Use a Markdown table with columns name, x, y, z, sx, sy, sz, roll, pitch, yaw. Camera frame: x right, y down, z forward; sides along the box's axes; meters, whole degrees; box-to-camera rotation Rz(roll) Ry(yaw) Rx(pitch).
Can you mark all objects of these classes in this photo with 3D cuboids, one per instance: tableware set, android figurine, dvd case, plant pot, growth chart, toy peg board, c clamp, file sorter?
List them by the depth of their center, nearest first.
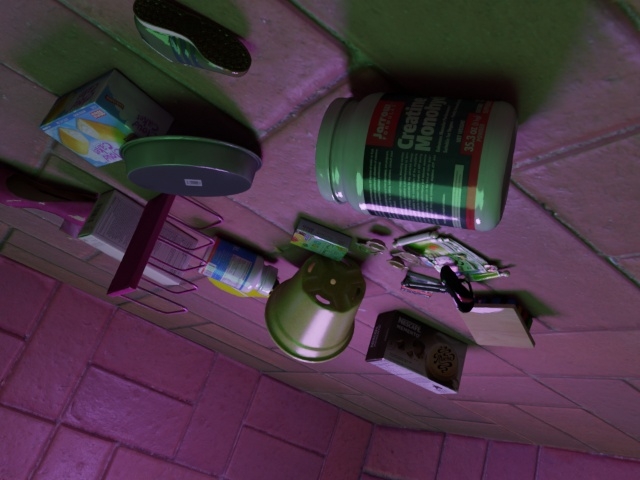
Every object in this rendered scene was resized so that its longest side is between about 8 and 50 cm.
| name | x | y | z | sx | sy | sz | roll | pitch | yaw |
| --- | --- | --- | --- | --- | --- | --- | --- | --- | --- |
| growth chart | 0.299 | 0.042 | 1.314 | 0.237 | 0.021 | 0.172 | 28 | 156 | -16 |
| tableware set | 0.165 | 0.035 | 1.373 | 0.168 | 0.020 | 0.141 | 24 | 165 | -2 |
| c clamp | 0.275 | 0.117 | 1.436 | 0.160 | 0.022 | 0.137 | 4 | 170 | 34 |
| toy peg board | 0.472 | 0.201 | 1.481 | 0.161 | 0.079 | 0.161 | -5 | 131 | 43 |
| dvd case | 0.268 | 0.122 | 1.520 | 0.087 | 0.013 | 0.119 | 16 | 157 | 7 |
| file sorter | -0.415 | 0.040 | 1.526 | 0.182 | 0.291 | 0.202 | 30 | 155 | -29 |
| plant pot | 0.002 | 0.167 | 1.553 | 0.276 | 0.276 | 0.254 | 21 | 146 | -4 |
| android figurine | -0.271 | 0.133 | 1.903 | 0.272 | 0.056 | 0.248 | -6 | 146 | 44 |

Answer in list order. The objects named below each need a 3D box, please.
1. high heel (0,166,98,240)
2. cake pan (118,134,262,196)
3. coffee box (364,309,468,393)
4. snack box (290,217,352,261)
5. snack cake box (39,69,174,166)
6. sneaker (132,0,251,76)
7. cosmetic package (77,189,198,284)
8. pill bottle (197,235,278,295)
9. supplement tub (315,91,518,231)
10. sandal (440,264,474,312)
| name | x | y | z | sx | sy | sz | roll | pitch | yaw |
| --- | --- | --- | --- | --- | --- | --- | --- | --- | --- |
| high heel | -0.849 | -0.162 | 1.701 | 0.377 | 0.127 | 0.181 | 31 | 125 | -16 |
| cake pan | -0.269 | -0.146 | 1.167 | 0.293 | 0.054 | 0.293 | 1 | 171 | 0 |
| coffee box | 0.314 | 0.366 | 1.821 | 0.297 | 0.168 | 0.119 | 27 | 155 | -16 |
| snack box | 0.000 | 0.000 | 1.429 | 0.141 | 0.037 | 0.100 | 21 | 157 | -5 |
| snack cake box | -0.454 | -0.248 | 1.177 | 0.264 | 0.089 | 0.152 | -4 | 146 | 43 |
| sneaker | -0.205 | -0.311 | 0.891 | 0.192 | 0.064 | 0.086 | 26 | 163 | -13 |
| cosmetic package | -0.546 | -0.003 | 1.694 | 0.113 | 0.160 | 0.309 | -6 | 145 | 46 |
| pill bottle | -0.246 | 0.083 | 1.691 | 0.221 | 0.124 | 0.124 | 25 | 156 | -13 |
| supplement tub | 0.148 | -0.124 | 0.854 | 0.272 | 0.191 | 0.191 | 10 | 155 | 20 |
| sandal | 0.341 | 0.120 | 1.348 | 0.040 | 0.067 | 0.179 | -10 | 141 | 33 |
